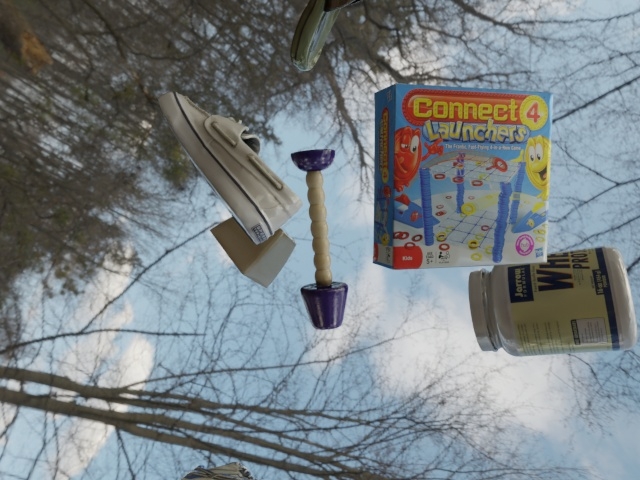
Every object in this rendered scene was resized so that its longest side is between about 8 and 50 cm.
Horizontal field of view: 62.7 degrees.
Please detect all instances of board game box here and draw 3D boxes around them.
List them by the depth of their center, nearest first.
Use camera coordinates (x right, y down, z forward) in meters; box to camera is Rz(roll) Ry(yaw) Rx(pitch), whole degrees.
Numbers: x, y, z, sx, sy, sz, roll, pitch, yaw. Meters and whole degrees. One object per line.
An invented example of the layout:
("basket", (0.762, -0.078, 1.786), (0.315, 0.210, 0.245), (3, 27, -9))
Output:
("board game box", (0.250, -0.108, 0.924), (0.086, 0.308, 0.302), (-161, -110, -73))

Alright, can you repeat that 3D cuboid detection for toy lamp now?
("toy lamp", (0.000, 0.000, 0.819), (0.080, 0.080, 0.274), (0, -85, 46))

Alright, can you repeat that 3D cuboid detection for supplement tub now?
("supplement tub", (0.528, 0.146, 1.216), (0.325, 0.235, 0.235), (-10, -122, 25))

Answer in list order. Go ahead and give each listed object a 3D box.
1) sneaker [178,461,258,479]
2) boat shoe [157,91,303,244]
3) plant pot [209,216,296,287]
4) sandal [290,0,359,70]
("sneaker", (-0.083, 0.247, 0.525), (0.135, 0.058, 0.052), (0, -74, 21))
("boat shoe", (-0.120, -0.114, 0.682), (0.088, 0.096, 0.267), (-35, -121, -9))
("plant pot", (-0.107, 0.003, 0.921), (0.096, 0.109, 0.109), (-41, -115, 2))
("sandal", (0.041, -0.399, 0.837), (0.120, 0.086, 0.303), (-47, 169, -45))
